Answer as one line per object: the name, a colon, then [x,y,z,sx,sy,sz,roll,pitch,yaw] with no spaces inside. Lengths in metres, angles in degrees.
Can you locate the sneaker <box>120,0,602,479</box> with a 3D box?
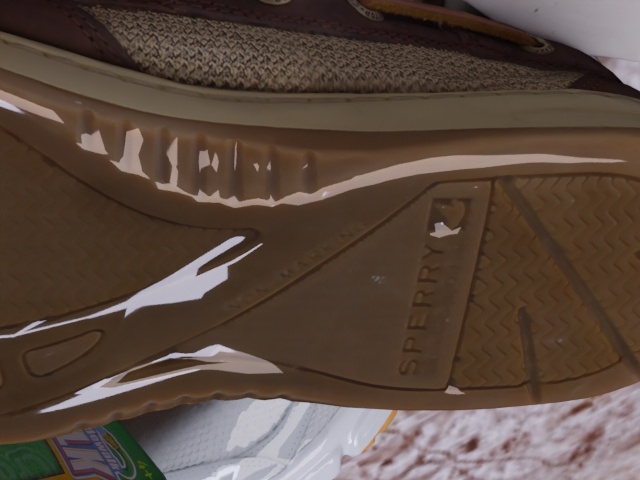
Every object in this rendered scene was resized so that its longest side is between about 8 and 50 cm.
sneaker: [0.000,0.000,0.588,0.262,0.099,0.121,-41,126,-1]

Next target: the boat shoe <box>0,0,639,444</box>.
boat shoe: [-0.058,-0.029,0.423,0.342,0.123,0.123,1,128,-13]

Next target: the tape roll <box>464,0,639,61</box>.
tape roll: [0.117,-0.199,0.455,0.286,0.100,0.286,-10,129,-13]

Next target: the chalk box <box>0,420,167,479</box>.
chalk box: [-0.153,0.083,0.517,0.132,0.132,0.213,-47,164,15]
